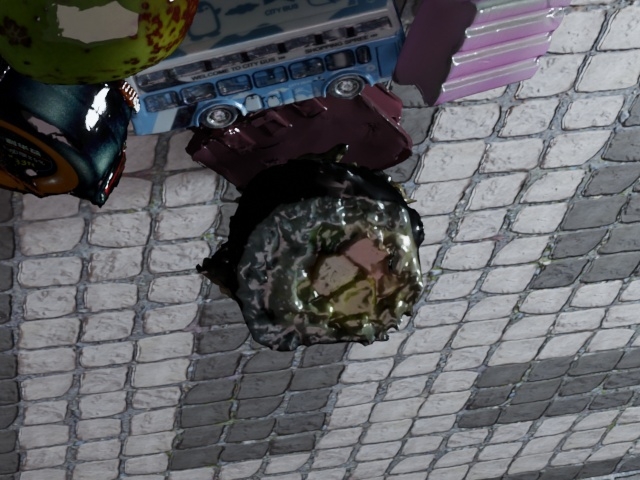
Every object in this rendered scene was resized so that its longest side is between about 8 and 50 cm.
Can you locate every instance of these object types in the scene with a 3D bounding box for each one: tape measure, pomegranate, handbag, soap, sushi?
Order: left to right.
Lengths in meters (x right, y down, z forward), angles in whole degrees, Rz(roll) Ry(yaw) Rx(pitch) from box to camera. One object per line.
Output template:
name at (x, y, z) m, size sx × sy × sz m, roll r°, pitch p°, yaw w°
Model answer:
tape measure at (-0.288, -0.130, 1.575) m, size 0.202 × 0.135 × 0.223 m, roll 21°, pitch 160°, yaw 5°
pomegranate at (-0.207, -0.234, 1.431) m, size 0.214 × 0.214 × 0.248 m, roll -15°, pitch 175°, yaw 1°
handbag at (-0.024, -0.127, 1.804) m, size 0.203 × 0.074 × 0.216 m, roll -27°, pitch 147°, yaw 22°
sushi at (0.000, -0.002, 1.782) m, size 0.238 × 0.218 × 0.225 m, roll 21°, pitch 107°, yaw -5°
soap at (0.169, -0.214, 1.635) m, size 0.203 × 0.065 × 0.122 m, roll -20°, pitch 141°, yaw -51°

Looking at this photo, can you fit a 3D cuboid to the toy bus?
toy bus at (-0.061, -0.201, 1.629) m, size 0.297 × 0.106 × 0.131 m, roll -14°, pitch 147°, yaw 2°
